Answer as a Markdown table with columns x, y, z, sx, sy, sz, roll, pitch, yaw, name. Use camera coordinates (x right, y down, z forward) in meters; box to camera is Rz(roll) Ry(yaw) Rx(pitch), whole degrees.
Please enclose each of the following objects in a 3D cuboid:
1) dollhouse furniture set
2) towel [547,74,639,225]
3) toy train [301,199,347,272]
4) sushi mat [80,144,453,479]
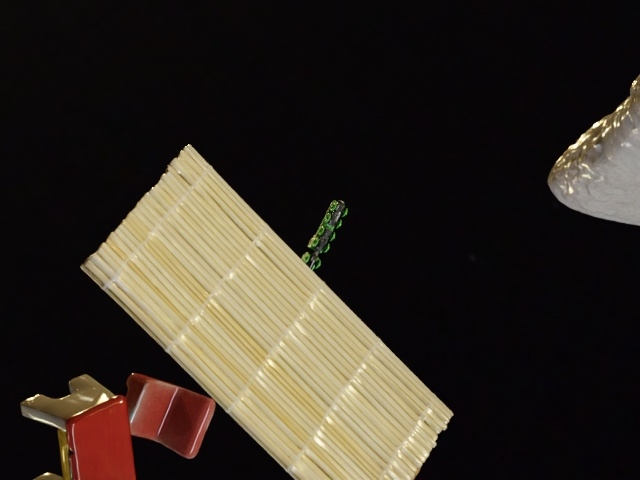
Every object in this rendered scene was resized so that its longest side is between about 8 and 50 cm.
| x | y | z | sx | sy | sz | roll | pitch | yaw | name |
| --- | --- | --- | --- | --- | --- | --- | --- | --- | --- |
| -0.141 | 0.300 | 1.672 | 0.152 | 0.201 | 0.374 | 21 | -56 | 41 | dollhouse furniture set |
| 0.281 | -0.050 | 0.894 | 0.187 | 0.282 | 0.049 | 124 | -29 | -62 | towel |
| 0.000 | 0.000 | 1.626 | 0.083 | 0.017 | 0.023 | -63 | -162 | -4 | toy train |
| -0.031 | 0.081 | 1.336 | 0.019 | 0.316 | 0.151 | -30 | -160 | 46 | sushi mat |
